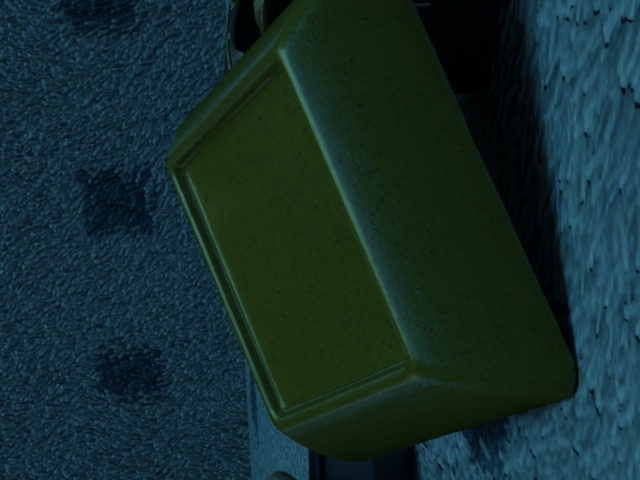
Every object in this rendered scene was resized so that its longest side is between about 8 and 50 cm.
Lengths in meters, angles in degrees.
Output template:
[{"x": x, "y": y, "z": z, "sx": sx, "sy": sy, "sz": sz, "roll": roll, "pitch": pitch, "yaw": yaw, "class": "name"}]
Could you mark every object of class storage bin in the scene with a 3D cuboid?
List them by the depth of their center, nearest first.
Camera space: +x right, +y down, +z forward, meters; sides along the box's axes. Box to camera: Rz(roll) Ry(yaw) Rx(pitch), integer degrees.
[{"x": 0.053, "y": 0.242, "z": 1.359, "sx": 0.091, "sy": 0.098, "sz": 0.135, "roll": 28, "pitch": 127, "yaw": 47, "class": "storage bin"}]

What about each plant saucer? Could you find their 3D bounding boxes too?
[{"x": 0.000, "y": 0.000, "z": 0.942, "sx": 0.333, "sy": 0.081, "sz": 0.333, "roll": -34, "pitch": 78, "yaw": 60, "class": "plant saucer"}]

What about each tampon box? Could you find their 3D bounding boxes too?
[{"x": 0.060, "y": -0.195, "z": 0.965, "sx": 0.161, "sy": 0.101, "sz": 0.120, "roll": -106, "pitch": 14, "yaw": -54, "class": "tampon box"}]

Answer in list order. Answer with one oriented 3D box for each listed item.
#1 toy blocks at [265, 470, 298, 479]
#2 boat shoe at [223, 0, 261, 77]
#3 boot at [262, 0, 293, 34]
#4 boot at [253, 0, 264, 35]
[{"x": -0.068, "y": 0.416, "z": 1.248, "sx": 0.260, "sy": 0.288, "sz": 0.309, "roll": 18, "pitch": 113, "yaw": 57, "class": "toy blocks"}, {"x": -0.090, "y": -0.268, "z": 1.946, "sx": 0.097, "sy": 0.116, "sz": 0.324, "roll": 97, "pitch": 172, "yaw": -67, "class": "boat shoe"}, {"x": 0.028, "y": -0.047, "z": 1.178, "sx": 0.284, "sy": 0.138, "sz": 0.377, "roll": 97, "pitch": 157, "yaw": -54, "class": "boot"}, {"x": -0.014, "y": -0.201, "z": 1.520, "sx": 0.262, "sy": 0.095, "sz": 0.203, "roll": 153, "pitch": 112, "yaw": -74, "class": "boot"}]
